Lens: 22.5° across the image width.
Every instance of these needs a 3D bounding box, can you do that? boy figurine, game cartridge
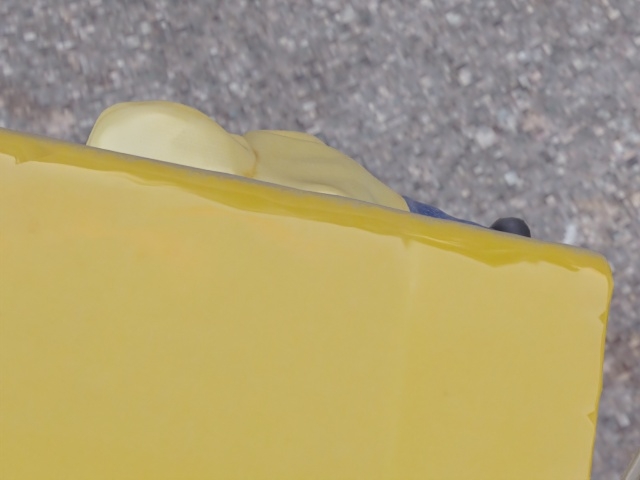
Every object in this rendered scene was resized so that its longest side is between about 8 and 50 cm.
[{"bbox_3d":[0.000,0.000,0.912,0.285,0.177,0.092,16,117,-26],"label":"boy figurine"},{"bbox_3d":[-0.105,0.113,0.315,0.324,0.285,0.053,12,171,-19],"label":"game cartridge"}]

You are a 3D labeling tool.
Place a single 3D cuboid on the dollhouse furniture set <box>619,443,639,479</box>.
[{"bbox_3d":[0.207,0.177,0.854,0.242,0.161,0.212,-12,132,-58],"label":"dollhouse furniture set"}]
